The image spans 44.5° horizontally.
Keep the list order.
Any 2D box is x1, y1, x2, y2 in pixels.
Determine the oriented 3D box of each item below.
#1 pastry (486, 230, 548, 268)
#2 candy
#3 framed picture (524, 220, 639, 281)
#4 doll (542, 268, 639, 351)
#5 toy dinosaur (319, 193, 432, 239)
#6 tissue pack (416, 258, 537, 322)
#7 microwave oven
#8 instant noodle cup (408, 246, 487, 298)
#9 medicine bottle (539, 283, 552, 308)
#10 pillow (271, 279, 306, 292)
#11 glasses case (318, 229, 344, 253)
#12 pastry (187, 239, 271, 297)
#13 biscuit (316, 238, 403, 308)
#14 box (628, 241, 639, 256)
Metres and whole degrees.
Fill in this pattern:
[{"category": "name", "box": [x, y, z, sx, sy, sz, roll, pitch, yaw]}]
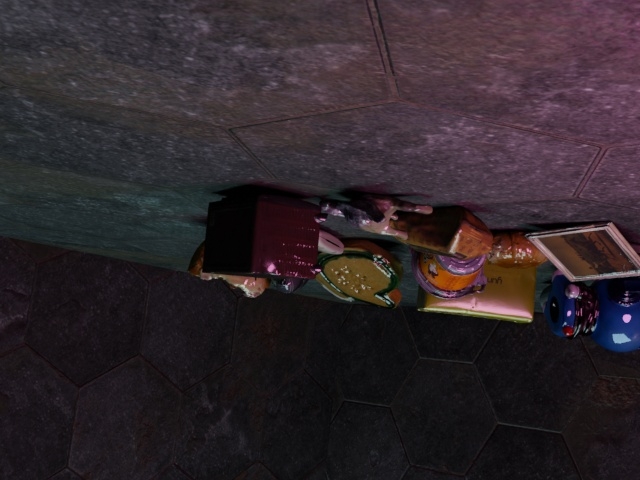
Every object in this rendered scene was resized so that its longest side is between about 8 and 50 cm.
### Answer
[{"category": "pastry", "box": [0.468, 0.023, 1.858, 0.153, 0.081, 0.153, 10, 169, 2]}, {"category": "candy", "box": [0.247, -0.017, 1.714, 0.143, 0.101, 0.271, 23, 169, -38]}, {"category": "framed picture", "box": [0.601, 0.033, 1.753, 0.197, 0.014, 0.252, -9, 147, 40]}, {"category": "doll", "box": [0.831, 0.204, 2.274, 0.310, 0.240, 0.284, 1, 143, -2]}, {"category": "toy dinosaur", "box": [0.105, -0.052, 1.639, 0.162, 0.077, 0.294, 12, 170, -24]}, {"category": "tissue pack", "box": [0.398, 0.097, 2.003, 0.275, 0.200, 0.167, 6, 173, 0]}, {"category": "microwave oven", "box": [-0.129, -0.008, 1.728, 0.178, 0.188, 0.247, 11, 171, -34]}, {"category": "instant noodle cup", "box": [0.315, 0.039, 1.849, 0.208, 0.177, 0.125, 20, 158, 0]}, {"category": "medicine bottle", "box": [0.808, 0.181, 2.563, 0.110, 0.110, 0.352, 6, 171, 5]}, {"category": "pillow", "box": [-0.075, 0.068, 2.186, 0.093, 0.161, 0.335, 13, 179, 6]}, {"category": "glasses case", "box": [0.000, 0.000, 2.128, 0.081, 0.051, 0.204, 11, 172, 28]}, {"category": "pastry", "box": [-0.237, 0.037, 2.188, 0.237, 0.170, 0.256, 13, -165, 9]}, {"category": "biscuit", "box": [0.117, 0.112, 2.319, 0.287, 0.057, 0.344, 42, 148, -21]}, {"category": "box", "box": [0.721, 0.037, 1.855, 0.244, 0.055, 0.103, 9, 171, -19]}]
